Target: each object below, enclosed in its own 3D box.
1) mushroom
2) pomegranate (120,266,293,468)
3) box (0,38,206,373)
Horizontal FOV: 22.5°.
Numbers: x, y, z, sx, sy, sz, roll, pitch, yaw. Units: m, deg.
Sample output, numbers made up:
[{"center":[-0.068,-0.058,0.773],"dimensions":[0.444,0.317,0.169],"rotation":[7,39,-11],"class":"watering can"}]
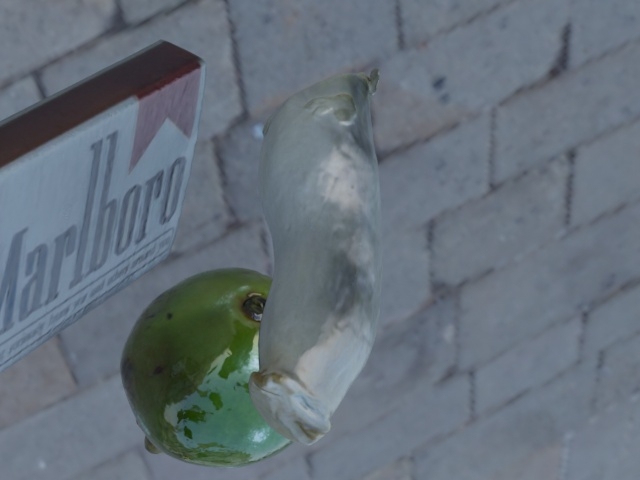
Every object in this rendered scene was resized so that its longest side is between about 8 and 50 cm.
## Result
[{"center":[0.002,0.002,1.298],"dimensions":[0.109,0.351,0.097],"rotation":[28,139,-32],"class":"mushroom"},{"center":[-0.124,0.129,1.555],"dimensions":[0.159,0.241,0.189],"rotation":[-20,104,-38],"class":"pomegranate"},{"center":[-0.116,-0.013,0.717],"dimensions":[0.177,0.036,0.115],"rotation":[-39,148,-56],"class":"box"}]
